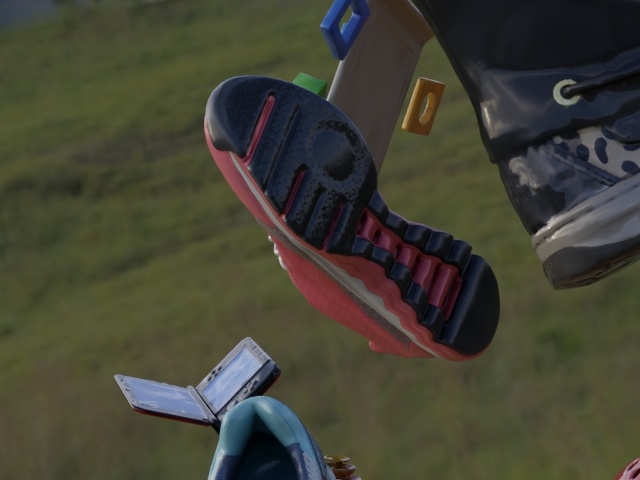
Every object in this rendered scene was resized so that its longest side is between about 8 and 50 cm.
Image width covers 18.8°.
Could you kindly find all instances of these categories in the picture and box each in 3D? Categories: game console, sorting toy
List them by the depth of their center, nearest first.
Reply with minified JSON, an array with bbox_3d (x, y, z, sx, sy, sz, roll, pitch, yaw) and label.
[{"bbox_3d":[-0.009,0.180,1.437,0.061,0.042,0.102,7,6,36],"label":"sorting toy"},{"bbox_3d":[-0.119,0.128,1.852,0.124,0.085,0.144,-46,17,-3],"label":"game console"},{"bbox_3d":[0.044,-0.165,2.048,0.047,0.196,0.347,22,-4,24],"label":"sorting toy"}]

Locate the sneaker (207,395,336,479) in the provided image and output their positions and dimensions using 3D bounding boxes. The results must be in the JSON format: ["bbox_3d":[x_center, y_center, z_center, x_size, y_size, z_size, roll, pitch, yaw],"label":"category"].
[{"bbox_3d":[-0.043,0.219,1.172,0.110,0.283,0.122,-8,-44,6],"label":"sneaker"}]

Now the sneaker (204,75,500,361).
[{"bbox_3d":[0.000,0.001,1.551,0.136,0.314,0.116,-18,36,47],"label":"sneaker"}]

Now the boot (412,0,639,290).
[{"bbox_3d":[0.220,-0.177,1.121,0.377,0.284,0.138,-33,-9,-4],"label":"boot"}]

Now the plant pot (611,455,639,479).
[{"bbox_3d":[0.414,0.305,2.095,0.191,0.191,0.174,-13,-14,-12],"label":"plant pot"}]
